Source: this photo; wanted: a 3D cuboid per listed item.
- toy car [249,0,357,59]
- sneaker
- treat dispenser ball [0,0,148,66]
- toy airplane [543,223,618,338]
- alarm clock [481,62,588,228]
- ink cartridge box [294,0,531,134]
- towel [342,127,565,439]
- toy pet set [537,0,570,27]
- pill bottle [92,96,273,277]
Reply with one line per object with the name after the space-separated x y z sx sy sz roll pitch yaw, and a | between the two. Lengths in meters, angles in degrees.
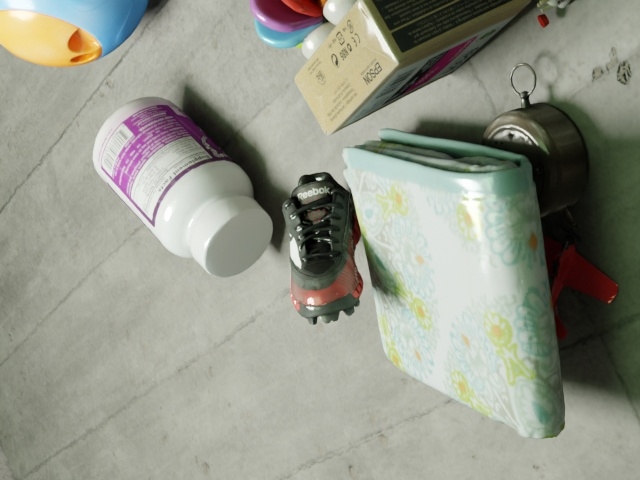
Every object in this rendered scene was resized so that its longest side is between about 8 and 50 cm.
-0.025 -0.316 1.780 0.159 0.136 0.182 58 143 19 | toy car
0.000 0.000 1.804 0.276 0.098 0.135 -87 -16 -60 | sneaker
-0.404 -0.412 2.131 0.288 0.288 0.288 27 126 46 | treat dispenser ball
0.278 0.050 1.620 0.151 0.028 0.151 26 125 45 | toy airplane
0.238 -0.108 1.580 0.129 0.064 0.192 7 107 53 | alarm clock
0.099 -0.227 1.561 0.088 0.193 0.235 61 157 5 | ink cartridge box
0.160 0.038 1.660 0.374 0.090 0.320 23 129 63 | towel
0.240 -0.316 1.503 0.122 0.065 0.114 60 179 22 | toy pet set
-0.207 -0.079 2.114 0.301 0.169 0.169 44 137 34 | pill bottle
